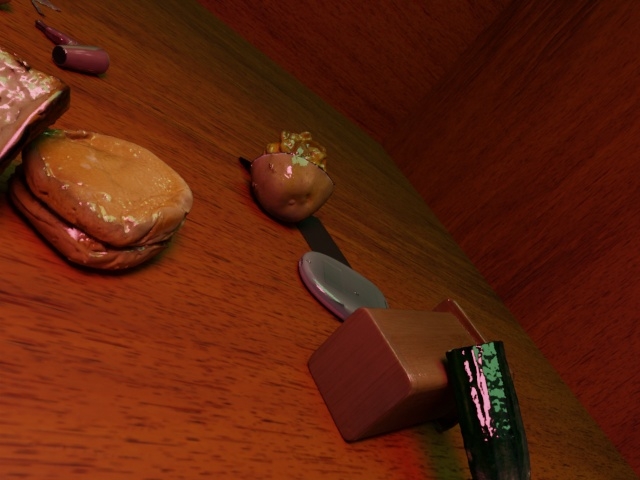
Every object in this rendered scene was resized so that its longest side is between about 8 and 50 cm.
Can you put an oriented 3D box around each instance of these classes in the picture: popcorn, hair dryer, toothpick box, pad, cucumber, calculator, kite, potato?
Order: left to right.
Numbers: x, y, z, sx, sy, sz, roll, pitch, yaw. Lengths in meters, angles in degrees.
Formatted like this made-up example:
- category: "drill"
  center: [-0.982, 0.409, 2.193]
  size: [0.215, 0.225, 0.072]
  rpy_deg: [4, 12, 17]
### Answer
- category: "kite"
  center: [-0.644, -0.543, 0.987]
  size: [0.157, 0.011, 0.139]
  rpy_deg: [52, 25, 22]
- category: "hair dryer"
  center: [-0.520, -0.396, 0.896]
  size: [0.154, 0.054, 0.106]
  rpy_deg: [37, 24, 11]
- category: "potato"
  center: [-0.072, -0.102, 1.019]
  size: [0.202, 0.182, 0.117]
  rpy_deg: [34, 53, -44]
- category: "popcorn"
  center: [-0.063, -0.196, 1.181]
  size: [0.197, 0.155, 0.198]
  rpy_deg: [33, 36, -28]
- category: "pad"
  center: [0.000, 0.000, 1.123]
  size: [0.142, 0.003, 0.211]
  rpy_deg: [16, 34, -50]
- category: "calculator"
  center: [0.075, 0.124, 0.967]
  size: [0.298, 0.041, 0.186]
  rpy_deg: [34, 23, -19]
- category: "toothpick box"
  center: [0.151, 0.217, 0.752]
  size: [0.308, 0.187, 0.190]
  rpy_deg: [12, 37, -47]
- category: "cucumber"
  center: [0.249, 0.260, 0.620]
  size: [0.115, 0.063, 0.244]
  rpy_deg: [18, 57, -38]

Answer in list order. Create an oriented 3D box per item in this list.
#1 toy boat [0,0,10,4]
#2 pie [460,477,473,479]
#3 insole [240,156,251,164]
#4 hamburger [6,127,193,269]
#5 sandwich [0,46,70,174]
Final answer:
- category: "toy boat"
  center: [-0.652, -0.482, 0.766]
  size: [0.064, 0.072, 0.206]
  rpy_deg: [52, 22, 27]
- category: "pie"
  center: [0.238, 0.454, 0.552]
  size: [0.354, 0.103, 0.288]
  rpy_deg: [26, 26, -47]
- category: "insole"
  center: [-0.167, -0.188, 1.114]
  size: [0.053, 0.002, 0.152]
  rpy_deg: [23, 10, -41]
- category: "hamburger"
  center: [-0.277, -0.059, 0.585]
  size: [0.213, 0.108, 0.214]
  rpy_deg: [37, 20, -16]
- category: "sandwich"
  center: [-0.409, -0.137, 0.406]
  size: [0.251, 0.087, 0.226]
  rpy_deg: [34, 60, -23]
